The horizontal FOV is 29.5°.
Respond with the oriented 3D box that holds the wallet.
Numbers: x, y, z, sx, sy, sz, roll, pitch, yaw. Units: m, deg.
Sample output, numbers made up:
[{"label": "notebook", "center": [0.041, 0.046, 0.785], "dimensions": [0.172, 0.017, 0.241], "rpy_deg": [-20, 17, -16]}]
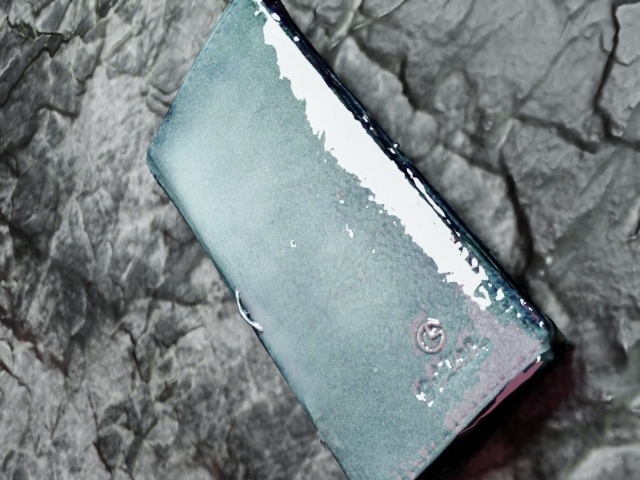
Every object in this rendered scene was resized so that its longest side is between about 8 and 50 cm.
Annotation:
[{"label": "wallet", "center": [0.000, 0.000, 0.865], "dimensions": [0.190, 0.046, 0.379], "rpy_deg": [-53, 55, 25]}]
